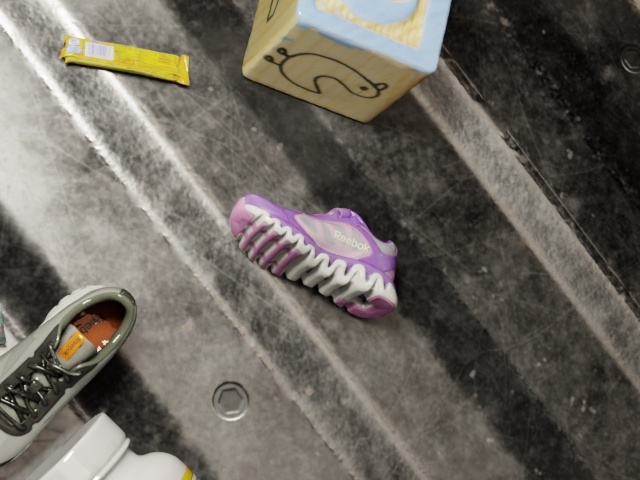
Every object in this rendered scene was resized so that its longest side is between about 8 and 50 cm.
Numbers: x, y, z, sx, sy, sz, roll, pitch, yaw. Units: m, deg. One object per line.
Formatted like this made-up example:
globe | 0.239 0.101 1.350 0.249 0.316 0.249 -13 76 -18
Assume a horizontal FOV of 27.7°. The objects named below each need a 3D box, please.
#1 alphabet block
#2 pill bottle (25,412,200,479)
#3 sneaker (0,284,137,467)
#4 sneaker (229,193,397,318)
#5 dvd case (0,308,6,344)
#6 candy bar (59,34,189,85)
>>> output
alphabet block | 0.036 -0.287 1.607 0.192 0.197 0.193 20 70 -16
pill bottle | -0.166 0.348 1.369 0.334 0.188 0.188 47 65 -6
sneaker | -0.304 0.143 1.408 0.100 0.108 0.271 46 66 -8
sneaker | 0.000 0.000 1.585 0.236 0.095 0.104 30 61 -19
dvd case | -0.401 0.063 1.439 0.087 0.013 0.119 -9 79 -24
candy bar | -0.235 -0.220 1.575 0.162 0.018 0.040 7 71 -20
